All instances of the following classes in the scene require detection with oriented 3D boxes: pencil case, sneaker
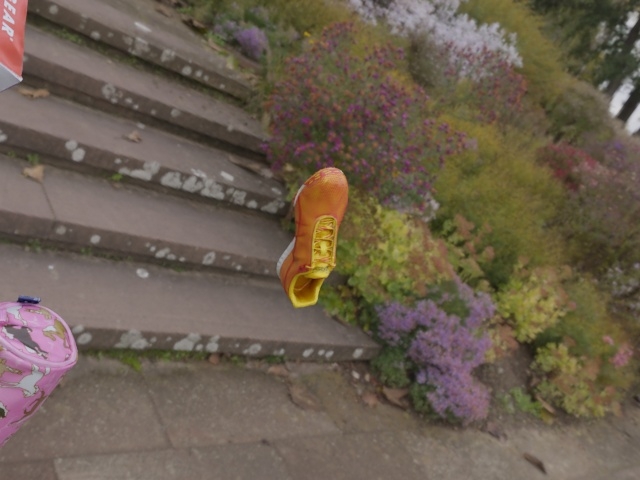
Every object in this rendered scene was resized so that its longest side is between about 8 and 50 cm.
[{"bbox_3d":[-0.581,0.269,1.035,0.167,0.386,0.160,48,16,16],"label":"pencil case"},{"bbox_3d":[0.000,0.000,0.659,0.064,0.175,0.067,-8,44,-25],"label":"sneaker"}]

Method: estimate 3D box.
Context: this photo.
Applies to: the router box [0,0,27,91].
[{"bbox_3d":[-0.345,-0.108,0.210,0.301,0.336,0.082,47,27,-58],"label":"router box"}]
